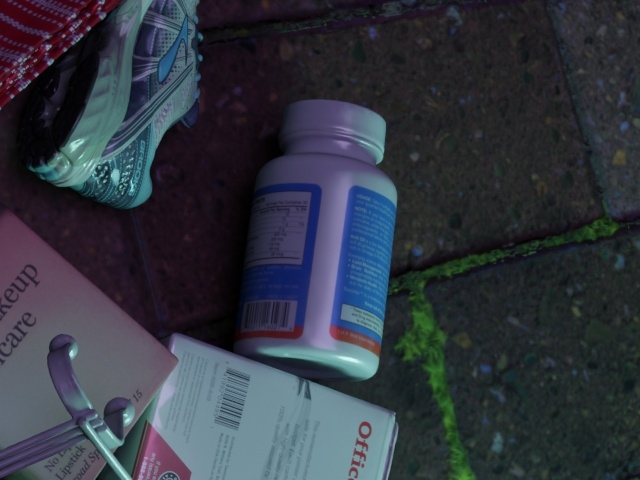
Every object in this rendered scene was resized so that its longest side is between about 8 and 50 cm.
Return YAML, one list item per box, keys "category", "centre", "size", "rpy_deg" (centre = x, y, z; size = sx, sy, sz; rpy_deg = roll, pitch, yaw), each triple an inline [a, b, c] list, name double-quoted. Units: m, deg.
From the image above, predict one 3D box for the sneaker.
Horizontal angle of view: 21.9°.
- category: "sneaker"
  centre: [-0.150, -0.155, 1.369]
  size: [0.122, 0.110, 0.283]
  rpy_deg: [38, 65, -39]

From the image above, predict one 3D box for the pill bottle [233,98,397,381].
- category: "pill bottle"
  centre: [0.000, 0.000, 1.396]
  size: [0.124, 0.124, 0.221]
  rpy_deg: [16, 73, -27]

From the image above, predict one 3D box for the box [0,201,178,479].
- category: "box"
  centre: [-0.249, 0.077, 1.232]
  size: [0.232, 0.127, 0.148]
  rpy_deg: [43, 63, -17]

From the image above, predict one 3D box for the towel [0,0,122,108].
- category: "towel"
  centre: [-0.304, -0.166, 1.253]
  size: [0.199, 0.031, 0.275]
  rpy_deg: [34, 60, 15]

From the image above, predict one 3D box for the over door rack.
- category: "over door rack"
  centre: [-0.213, 0.219, 1.139]
  size: [0.239, 0.108, 0.324]
  rpy_deg: [-24, 129, 1]

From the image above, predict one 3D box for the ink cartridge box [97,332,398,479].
- category: "ink cartridge box"
  centre: [-0.060, 0.185, 1.342]
  size: [0.218, 0.092, 0.158]
  rpy_deg: [22, 70, -23]
